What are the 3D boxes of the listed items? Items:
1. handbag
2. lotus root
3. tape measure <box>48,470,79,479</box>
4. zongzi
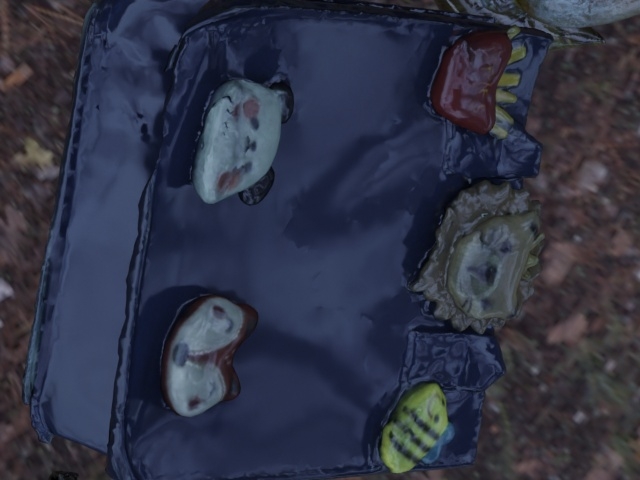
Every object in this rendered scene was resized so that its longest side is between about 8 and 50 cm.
[{"bbox_3d":[0.000,0.000,1.144,0.329,0.122,0.303,2,105,-35],"label":"handbag"},{"bbox_3d":[0.227,-0.236,1.561,0.192,0.113,0.088,-16,159,20],"label":"lotus root"},{"bbox_3d":[-0.243,0.294,1.542,0.112,0.186,0.199,12,95,-21],"label":"tape measure"},{"bbox_3d":[0.181,-0.265,1.860,0.084,0.184,0.187,-52,124,-26],"label":"zongzi"}]
